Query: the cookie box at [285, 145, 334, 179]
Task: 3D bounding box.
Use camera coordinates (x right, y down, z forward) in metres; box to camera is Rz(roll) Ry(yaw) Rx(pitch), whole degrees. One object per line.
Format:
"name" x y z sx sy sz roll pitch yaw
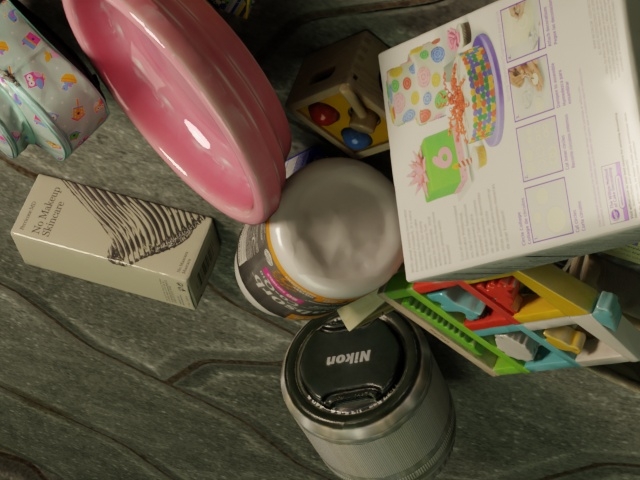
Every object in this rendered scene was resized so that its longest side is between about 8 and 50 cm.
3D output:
"cookie box" -0.005 -0.067 1.836 0.092 0.040 0.107 30 153 -21

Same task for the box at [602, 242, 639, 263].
"box" 0.399 -0.061 1.465 0.213 0.117 0.243 18 155 5

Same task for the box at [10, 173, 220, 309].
"box" -0.290 0.001 2.101 0.275 0.113 0.094 14 153 12

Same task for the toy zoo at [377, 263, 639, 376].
"toy zoo" 0.216 0.080 1.598 0.192 0.030 0.293 35 155 -22

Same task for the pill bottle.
"pill bottle" -0.010 0.008 1.734 0.162 0.162 0.278 25 164 -9

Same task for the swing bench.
"swing bench" 0.366 0.085 1.720 0.253 0.165 0.255 23 155 -7

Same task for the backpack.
"backpack" -0.341 -0.176 1.699 0.188 0.144 0.166 36 164 2

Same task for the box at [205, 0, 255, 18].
"box" -0.084 -0.291 1.441 0.059 0.054 0.169 20 155 3

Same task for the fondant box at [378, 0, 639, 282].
"fondant box" 0.202 -0.102 1.380 0.096 0.238 0.330 -1 170 -38

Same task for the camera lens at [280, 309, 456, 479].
"camera lens" 0.076 0.233 2.159 0.219 0.219 0.274 9 152 23

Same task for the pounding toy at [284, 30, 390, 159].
"pounding toy" 0.041 -0.150 1.571 0.130 0.100 0.141 35 151 -28

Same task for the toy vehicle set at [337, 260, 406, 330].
"toy vehicle set" 0.136 0.026 1.792 0.035 0.166 0.267 61 154 9

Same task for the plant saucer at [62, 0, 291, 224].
"plant saucer" -0.142 -0.167 1.569 0.332 0.084 0.332 45 165 16
